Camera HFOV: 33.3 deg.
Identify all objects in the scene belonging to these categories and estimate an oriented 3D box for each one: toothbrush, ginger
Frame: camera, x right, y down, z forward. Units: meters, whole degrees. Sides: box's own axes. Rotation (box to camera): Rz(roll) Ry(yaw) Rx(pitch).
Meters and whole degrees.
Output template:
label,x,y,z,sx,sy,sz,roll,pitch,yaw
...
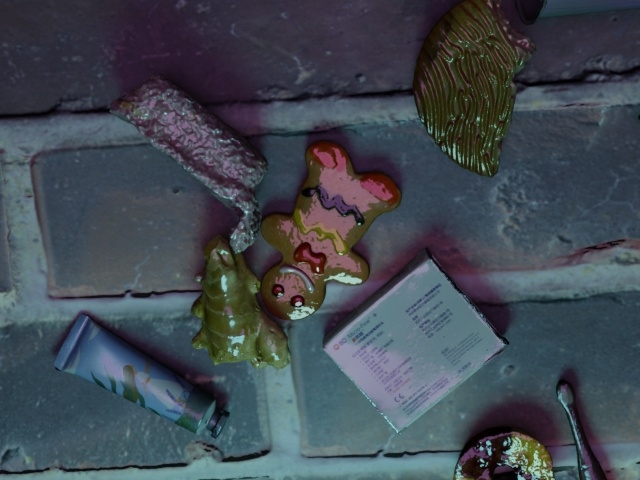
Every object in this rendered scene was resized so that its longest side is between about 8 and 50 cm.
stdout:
label,x,y,z,sx,sy,sz,roll,pitch,yaw
toothbrush,0.389,0.364,1.488,0.041,0.041,0.364,-19,97,6
ginger,-0.124,0.094,1.454,0.115,0.081,0.205,-17,101,39

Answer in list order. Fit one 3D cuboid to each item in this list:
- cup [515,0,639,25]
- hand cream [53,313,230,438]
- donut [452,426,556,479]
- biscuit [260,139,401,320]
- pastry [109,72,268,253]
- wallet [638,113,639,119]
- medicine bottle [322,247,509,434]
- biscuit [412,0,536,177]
label,x,y,z,sx,sy,sz,roll,pitch,yaw
cup,0.394,-0.363,1.304,0.288,0.203,0.203,-1,99,-2
hand cream,-0.247,0.199,1.497,0.256,0.055,0.088,29,96,5
donut,0.252,0.321,1.478,0.140,0.059,0.140,1,100,4
biscuit,0.000,0.000,1.452,0.165,0.036,0.250,30,100,-1
pastry,-0.153,-0.116,1.406,0.112,0.103,0.265,-41,92,2
wallet,0.546,-0.155,1.384,0.241,0.067,0.141,30,95,-6
medicine bottle,0.127,0.139,1.459,0.201,0.052,0.171,-42,95,10
biscuit,0.204,-0.193,1.379,0.176,0.031,0.229,-18,102,30
